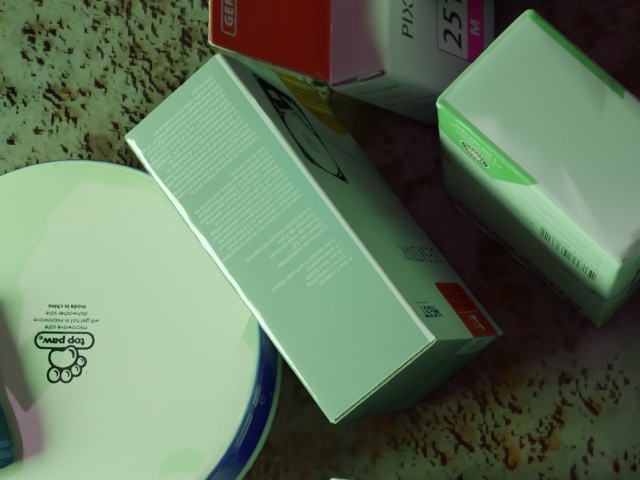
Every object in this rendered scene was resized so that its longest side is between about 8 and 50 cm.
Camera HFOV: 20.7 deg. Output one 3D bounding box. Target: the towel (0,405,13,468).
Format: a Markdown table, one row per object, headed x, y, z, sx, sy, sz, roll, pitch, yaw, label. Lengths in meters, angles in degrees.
| x | y | z | sx | sy | sz | roll | pitch | yaw | label |
| --- | --- | --- | --- | --- | --- | --- | --- | --- | --- |
| -0.246 | 0.100 | 1.147 | 0.067 | 0.029 | 0.119 | -20 | 77 | 1 | towel |

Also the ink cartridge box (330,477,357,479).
| x | y | z | sx | sy | sz | roll | pitch | yaw | label |
| --- | --- | --- | --- | --- | --- | --- | --- | --- | --- |
| 0.079 | 0.279 | 1.111 | 0.168 | 0.171 | 0.233 | 7 | 78 | 7 | ink cartridge box |

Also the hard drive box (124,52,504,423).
| x | y | z | sx | sy | sz | roll | pitch | yaw | label |
| --- | --- | --- | --- | --- | --- | --- | --- | --- | --- |
| 0.000 | 0.000 | 1.165 | 0.089 | 0.181 | 0.232 | -40 | 78 | 14 | hard drive box |

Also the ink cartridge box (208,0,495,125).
| x | y | z | sx | sy | sz | roll | pitch | yaw | label |
| --- | --- | --- | --- | --- | --- | --- | --- | --- | --- |
| 0.028 | -0.237 | 1.198 | 0.060 | 0.239 | 0.275 | -9 | 75 | 38 | ink cartridge box |

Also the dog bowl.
| x | y | z | sx | sy | sz | roll | pitch | yaw | label |
| --- | --- | --- | --- | --- | --- | --- | --- | --- | --- |
| -0.163 | 0.081 | 1.211 | 0.264 | 0.104 | 0.265 | -1 | 78 | 6 | dog bowl |

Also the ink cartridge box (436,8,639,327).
| x | y | z | sx | sy | sz | roll | pitch | yaw | label |
| --- | --- | --- | --- | --- | --- | --- | --- | --- | --- |
| 0.160 | -0.040 | 1.149 | 0.154 | 0.212 | 0.093 | 42 | 82 | 13 | ink cartridge box |
